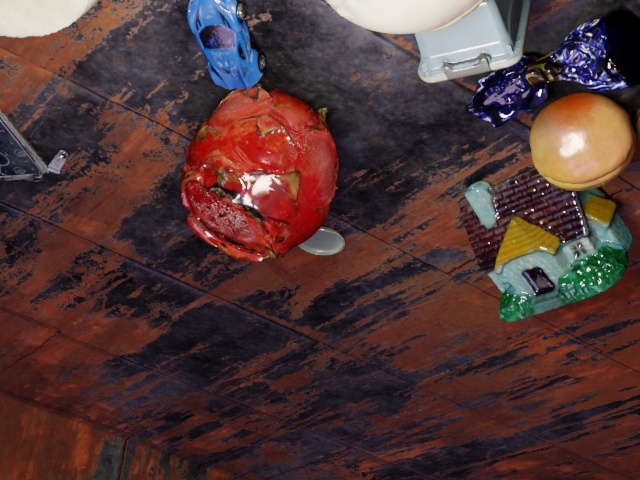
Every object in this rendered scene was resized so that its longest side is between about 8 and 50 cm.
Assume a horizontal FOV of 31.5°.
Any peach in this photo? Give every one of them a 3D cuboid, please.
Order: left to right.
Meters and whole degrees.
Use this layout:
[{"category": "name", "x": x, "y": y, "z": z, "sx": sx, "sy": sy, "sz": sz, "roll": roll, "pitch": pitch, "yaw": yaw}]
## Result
[{"category": "peach", "x": 0.459, "y": -0.172, "z": 1.970, "sx": 0.184, "sy": 0.184, "sz": 0.184, "roll": 5, "pitch": 148, "yaw": 3}]

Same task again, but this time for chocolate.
[{"category": "chocolate", "x": 0.372, "y": -0.276, "z": 1.891, "sx": 0.343, "sy": 0.126, "sz": 0.148, "roll": -15, "pitch": 180, "yaw": 43}]

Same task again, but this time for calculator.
[{"category": "calculator", "x": -0.673, "y": -0.204, "z": 2.279, "sx": 0.166, "sy": 0.028, "sz": 0.274, "roll": -1, "pitch": 147, "yaw": 19}]

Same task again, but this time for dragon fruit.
[{"category": "dragon fruit", "x": -0.110, "y": -0.123, "z": 2.050, "sx": 0.296, "sy": 0.301, "sz": 0.295, "roll": 10, "pitch": 153, "yaw": 5}]

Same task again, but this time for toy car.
[{"category": "toy car", "x": -0.163, "y": -0.336, "z": 1.935, "sx": 0.103, "sy": 0.063, "sz": 0.216, "roll": -1, "pitch": 147, "yaw": 15}]

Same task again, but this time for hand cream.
[{"category": "hand cream", "x": -0.541, "y": -0.162, "z": 2.341, "sx": 0.030, "sy": 0.019, "sz": 0.093, "roll": 19, "pitch": 153, "yaw": -22}]

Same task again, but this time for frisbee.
[{"category": "frisbee", "x": 0.000, "y": 0.000, "z": 2.486, "sx": 0.110, "sy": 0.014, "sz": 0.110, "roll": 5, "pitch": 149, "yaw": 3}]

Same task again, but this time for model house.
[{"category": "model house", "x": 0.422, "y": -0.025, "z": 2.205, "sx": 0.281, "sy": 0.230, "sz": 0.248, "roll": -24, "pitch": 112, "yaw": 37}]

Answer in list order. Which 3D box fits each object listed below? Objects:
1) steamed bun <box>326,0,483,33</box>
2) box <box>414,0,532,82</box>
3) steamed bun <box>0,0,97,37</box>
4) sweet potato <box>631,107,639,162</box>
[{"category": "steamed bun", "x": 0.148, "y": -0.425, "z": 1.527, "sx": 0.310, "sy": 0.309, "sz": 0.309, "roll": 5, "pitch": 148, "yaw": 3}, {"category": "box", "x": 0.224, "y": -0.344, "z": 1.703, "sx": 0.162, "sy": 0.227, "sz": 0.130, "roll": -9, "pitch": 130, "yaw": 25}, {"category": "steamed bun", "x": -0.449, "y": -0.460, "z": 1.660, "sx": 0.325, "sy": 0.206, "sz": 0.324, "roll": 5, "pitch": 150, "yaw": 3}, {"category": "sweet potato", "x": 0.593, "y": -0.209, "z": 1.967, "sx": 0.097, "sy": 0.097, "sz": 0.251, "roll": 13, "pitch": 153, "yaw": -8}]
